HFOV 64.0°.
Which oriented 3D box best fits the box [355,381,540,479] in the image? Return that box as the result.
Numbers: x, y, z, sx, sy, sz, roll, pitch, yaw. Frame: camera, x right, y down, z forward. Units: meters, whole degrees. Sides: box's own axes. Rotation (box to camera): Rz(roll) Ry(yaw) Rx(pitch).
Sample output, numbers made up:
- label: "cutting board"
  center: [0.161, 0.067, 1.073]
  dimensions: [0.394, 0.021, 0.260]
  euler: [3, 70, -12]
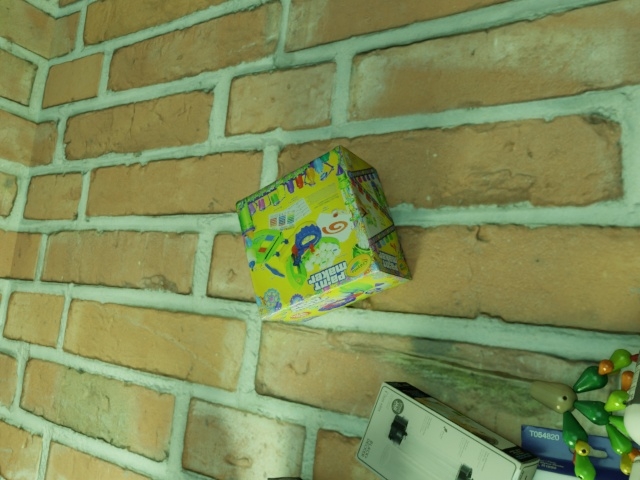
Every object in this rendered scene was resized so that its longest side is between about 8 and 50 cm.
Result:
- label: "box"
  center: [0.218, 0.396, 0.926]
  dimensions: [0.290, 0.087, 0.169]
  euler: [20, 91, 43]

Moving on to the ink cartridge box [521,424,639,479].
- label: "ink cartridge box"
  center: [0.435, 0.434, 0.834]
  dimensions: [0.223, 0.045, 0.224]
  euler: [-3, 78, 32]

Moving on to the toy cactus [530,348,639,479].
- label: "toy cactus"
  center: [0.439, 0.271, 0.841]
  dimensions: [0.180, 0.112, 0.219]
  euler: [9, 80, 57]

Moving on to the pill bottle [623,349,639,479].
- label: "pill bottle"
  center: [0.521, 0.209, 0.689]
  dimensions: [0.176, 0.176, 0.319]
  euler: [13, 66, 33]

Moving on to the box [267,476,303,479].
- label: "box"
  center: [-0.035, 0.705, 0.969]
  dimensions: [0.318, 0.097, 0.395]
  euler: [-4, 76, 65]

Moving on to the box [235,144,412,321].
- label: "box"
  center: [0.000, 0.000, 1.117]
  dimensions: [0.290, 0.177, 0.279]
  euler: [-24, 68, 26]
